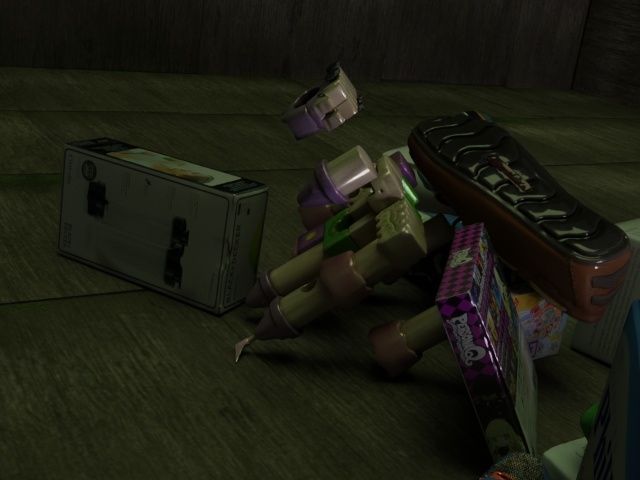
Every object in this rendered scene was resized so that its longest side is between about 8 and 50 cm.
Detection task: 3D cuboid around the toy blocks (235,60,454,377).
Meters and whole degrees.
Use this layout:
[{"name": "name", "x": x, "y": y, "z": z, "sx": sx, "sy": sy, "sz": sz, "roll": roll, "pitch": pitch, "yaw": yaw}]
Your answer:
[{"name": "toy blocks", "x": 0.000, "y": 0.000, "z": 1.100, "sx": 0.260, "sy": 0.309, "sz": 0.288, "roll": -31, "pitch": 22, "yaw": 17}]

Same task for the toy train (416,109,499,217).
[{"name": "toy train", "x": 0.305, "y": -0.081, "z": 1.454, "sx": 0.334, "sy": 0.142, "sz": 0.190, "roll": 51, "pitch": 33, "yaw": 14}]

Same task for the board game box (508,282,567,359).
[{"name": "board game box", "x": 0.258, "y": 0.107, "z": 1.114, "sx": 0.154, "sy": 0.103, "sz": 0.026, "roll": -7, "pitch": 25, "yaw": -36}]

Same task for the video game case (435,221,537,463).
[{"name": "video game case", "x": 0.186, "y": 0.111, "z": 0.935, "sx": 0.041, "sy": 0.210, "sz": 0.232, "roll": -17, "pitch": 13, "yaw": 18}]

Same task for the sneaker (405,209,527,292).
[{"name": "sneaker", "x": 0.232, "y": 0.025, "z": 1.294, "sx": 0.147, "sy": 0.130, "sz": 0.330, "roll": -5, "pitch": 23, "yaw": -26}]

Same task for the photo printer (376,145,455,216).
[{"name": "photo printer", "x": 0.294, "y": -0.106, "z": 1.708, "sx": 0.307, "sy": 0.107, "sz": 0.256, "roll": 22, "pitch": 24, "yaw": 33}]

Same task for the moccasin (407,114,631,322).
[{"name": "moccasin", "x": 0.242, "y": -0.040, "z": 1.133, "sx": 0.139, "sy": 0.147, "sz": 0.380, "roll": -24, "pitch": 48, "yaw": -27}]

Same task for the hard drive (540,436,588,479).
[{"name": "hard drive", "x": 0.393, "y": 0.271, "z": 0.757, "sx": 0.233, "sy": 0.047, "sz": 0.353, "roll": -10, "pitch": 25, "yaw": -20}]

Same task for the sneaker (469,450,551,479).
[{"name": "sneaker", "x": 0.154, "y": 0.236, "z": 0.740, "sx": 0.083, "sy": 0.087, "sz": 0.221, "roll": 18, "pitch": 22, "yaw": 22}]

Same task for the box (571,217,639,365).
[{"name": "box", "x": 0.454, "y": 0.071, "z": 1.180, "sx": 0.182, "sy": 0.181, "sz": 0.119, "roll": -11, "pitch": 28, "yaw": -43}]

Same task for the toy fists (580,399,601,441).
[{"name": "toy fists", "x": 0.345, "y": 0.208, "z": 0.733, "sx": 0.142, "sy": 0.096, "sz": 0.279, "roll": -6, "pitch": 22, "yaw": -29}]

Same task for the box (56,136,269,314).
[{"name": "box", "x": -0.221, "y": -0.026, "z": 1.192, "sx": 0.290, "sy": 0.169, "sz": 0.087, "roll": 17, "pitch": 19, "yaw": 25}]

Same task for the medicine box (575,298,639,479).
[{"name": "medicine box", "x": 0.225, "y": 0.221, "z": 0.511, "sx": 0.149, "sy": 0.289, "sz": 0.263, "roll": 13, "pitch": 20, "yaw": 13}]
